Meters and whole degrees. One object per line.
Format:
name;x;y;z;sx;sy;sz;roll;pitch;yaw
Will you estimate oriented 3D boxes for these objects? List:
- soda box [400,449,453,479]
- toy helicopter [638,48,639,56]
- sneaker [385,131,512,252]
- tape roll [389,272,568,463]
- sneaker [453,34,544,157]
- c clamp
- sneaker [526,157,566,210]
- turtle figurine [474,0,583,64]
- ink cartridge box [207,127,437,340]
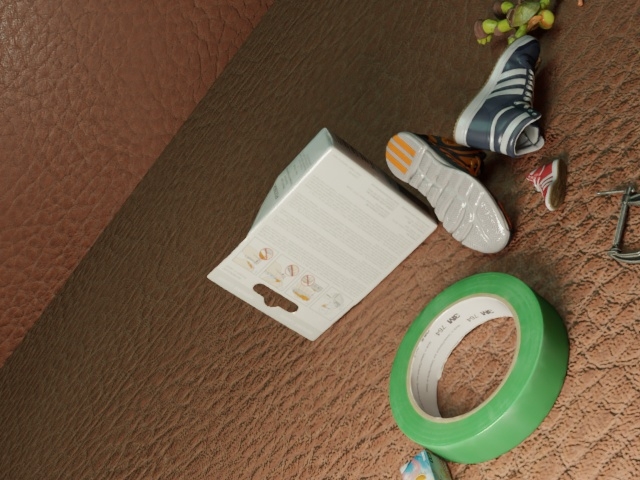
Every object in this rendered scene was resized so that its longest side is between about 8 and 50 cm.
soda box;0.184;0.422;1.428;0.058;0.063;0.183;-43;32;18
toy helicopter;0.674;-0.387;1.478;0.355;0.140;0.235;-32;-8;0
sneaker;0.287;-0.111;1.768;0.321;0.180;0.124;51;130;26
tape roll;0.258;0.209;1.527;0.321;0.077;0.321;-36;34;30
sneaker;0.396;-0.276;1.781;0.153;0.099;0.282;24;68;33
c clamp;0.505;-0.026;1.476;0.137;0.022;0.160;-14;47;42
sneaker;0.407;-0.094;1.657;0.067;0.042;0.118;-18;38;40
turtle figurine;0.427;-0.467;1.963;0.269;0.087;0.217;-59;30;-7
ink cartridge box;0.000;0.000;1.875;0.385;0.308;0.091;-44;31;19
